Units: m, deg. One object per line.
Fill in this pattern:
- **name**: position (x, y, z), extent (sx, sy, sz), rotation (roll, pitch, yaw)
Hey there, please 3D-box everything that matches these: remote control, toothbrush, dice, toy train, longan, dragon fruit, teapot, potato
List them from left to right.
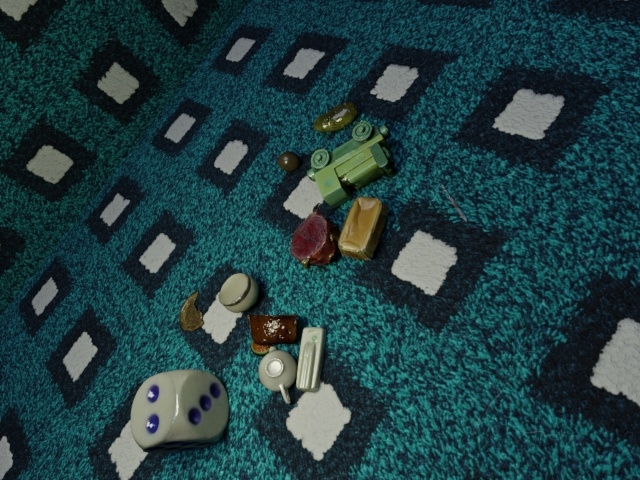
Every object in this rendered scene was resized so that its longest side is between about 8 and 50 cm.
- **dice**: position (-0.519, 0.640, 1.583), extent (0.243, 0.259, 0.251), rotation (-27, 54, 19)
- **teapot**: position (-0.154, 0.484, 1.546), extent (0.145, 0.092, 0.226), rotation (-22, 61, 2)
- **longan**: position (-0.145, -0.381, 2.029), extent (0.106, 0.106, 0.119), rotation (24, 37, 38)
- **remote control**: position (-0.037, 0.427, 1.535), extent (0.090, 0.049, 0.230), rotation (-6, 60, 26)
- **dragon fruit**: position (0.000, 0.000, 1.705), extent (0.211, 0.147, 0.281), rotation (-11, 56, 37)
- **potato**: position (0.071, -0.576, 2.003), extent (0.226, 0.090, 0.117), rotation (-21, 55, 19)
- **toy train**: position (0.136, -0.321, 1.785), extent (0.398, 0.160, 0.253), rotation (-29, 59, 15)
- **toothbrush**: position (0.488, -0.139, 1.548), extent (0.013, 0.019, 0.193), rotation (-31, 54, 13)

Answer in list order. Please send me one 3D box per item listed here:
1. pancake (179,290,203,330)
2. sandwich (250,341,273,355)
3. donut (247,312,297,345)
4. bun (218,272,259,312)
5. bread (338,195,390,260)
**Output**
- **pancake**: position (-0.583, 0.328, 1.947), extent (0.191, 0.020, 0.184), rotation (20, 75, 38)
- **sandwich**: position (-0.231, 0.425, 1.673), extent (0.101, 0.026, 0.069), rotation (-20, 51, 18)
- **donut**: position (-0.187, 0.336, 1.621), extent (0.187, 0.144, 0.126), rotation (-2, 77, -8)
- **bun**: position (-0.331, 0.227, 1.784), extent (0.173, 0.120, 0.172), rotation (-19, 48, 23)
- **bread**: position (0.167, -0.045, 1.636), extent (0.136, 0.107, 0.240), rotation (9, 70, 32)
